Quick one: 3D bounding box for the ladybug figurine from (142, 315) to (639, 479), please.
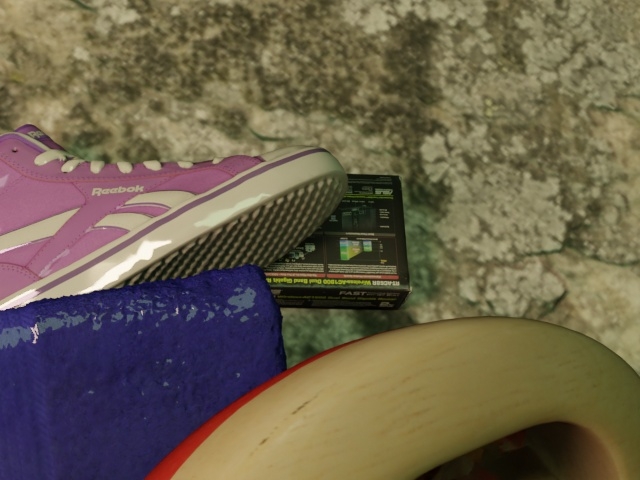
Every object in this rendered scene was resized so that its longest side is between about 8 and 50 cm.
[{"bbox_3d":[0.028,0.190,0.936,0.449,0.162,0.305,-10,107,-42],"label":"ladybug figurine"}]

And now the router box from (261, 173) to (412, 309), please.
[{"bbox_3d":[0.000,0.000,1.149,0.122,0.038,0.092,2,64,-10],"label":"router box"}]

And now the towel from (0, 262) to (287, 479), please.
[{"bbox_3d":[-0.167,0.142,0.998,0.308,0.076,0.227,-9,101,-15],"label":"towel"}]

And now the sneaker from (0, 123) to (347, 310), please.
[{"bbox_3d":[-0.133,-0.033,1.081,0.282,0.102,0.161,-23,65,-6],"label":"sneaker"}]
